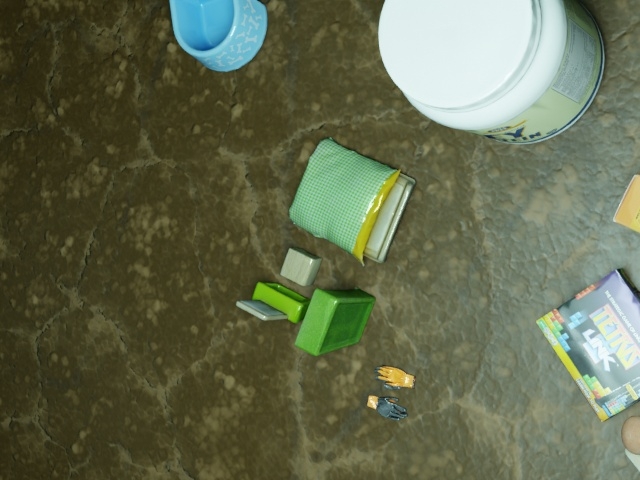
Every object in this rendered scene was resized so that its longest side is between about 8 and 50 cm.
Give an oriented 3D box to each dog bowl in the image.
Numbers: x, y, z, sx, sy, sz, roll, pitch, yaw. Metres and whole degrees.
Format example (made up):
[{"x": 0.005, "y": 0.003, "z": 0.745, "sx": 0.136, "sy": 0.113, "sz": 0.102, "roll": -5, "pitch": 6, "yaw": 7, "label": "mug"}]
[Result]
[{"x": -0.190, "y": -0.446, "z": 1.686, "sx": 0.166, "sy": 0.074, "sz": 0.297, "roll": -10, "pitch": 86, "yaw": 28, "label": "dog bowl"}]

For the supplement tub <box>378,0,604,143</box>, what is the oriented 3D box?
[{"x": 0.236, "y": -0.259, "z": 1.311, "sx": 0.235, "sy": 0.325, "sz": 0.235, "roll": 0, "pitch": 90, "yaw": 29, "label": "supplement tub"}]

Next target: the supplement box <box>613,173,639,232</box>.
[{"x": 0.520, "y": -0.008, "z": 1.298, "sx": 0.233, "sy": 0.078, "sz": 0.080, "roll": 27, "pitch": 103, "yaw": 26, "label": "supplement box"}]

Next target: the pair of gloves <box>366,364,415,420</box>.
[{"x": 0.112, "y": 0.244, "z": 1.556, "sx": 0.074, "sy": 0.010, "sz": 0.083, "roll": 16, "pitch": 98, "yaw": 27, "label": "pair of gloves"}]

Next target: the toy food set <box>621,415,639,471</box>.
[{"x": 0.455, "y": 0.250, "z": 1.269, "sx": 0.128, "sy": 0.071, "sz": 0.218, "roll": -113, "pitch": 35, "yaw": -48, "label": "toy food set"}]

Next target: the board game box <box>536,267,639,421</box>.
[{"x": 0.413, "y": 0.147, "z": 1.372, "sx": 0.141, "sy": 0.048, "sz": 0.170, "roll": -39, "pitch": 73, "yaw": 24, "label": "board game box"}]

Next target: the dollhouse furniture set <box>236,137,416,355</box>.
[{"x": 0.000, "y": 0.000, "z": 1.537, "sx": 0.197, "sy": 0.151, "sz": 0.301, "roll": 26, "pitch": 102, "yaw": 26, "label": "dollhouse furniture set"}]
